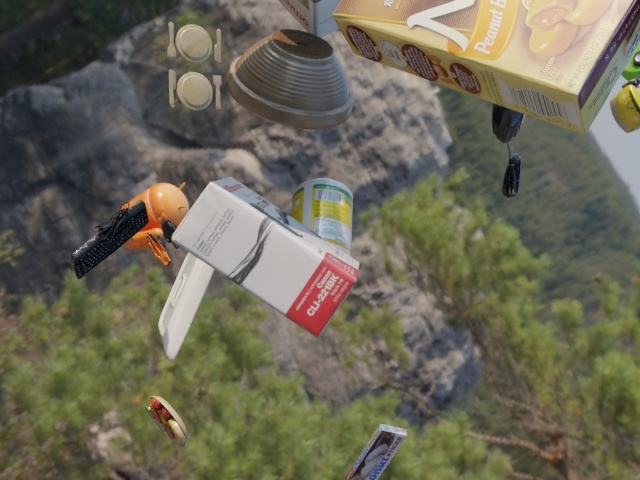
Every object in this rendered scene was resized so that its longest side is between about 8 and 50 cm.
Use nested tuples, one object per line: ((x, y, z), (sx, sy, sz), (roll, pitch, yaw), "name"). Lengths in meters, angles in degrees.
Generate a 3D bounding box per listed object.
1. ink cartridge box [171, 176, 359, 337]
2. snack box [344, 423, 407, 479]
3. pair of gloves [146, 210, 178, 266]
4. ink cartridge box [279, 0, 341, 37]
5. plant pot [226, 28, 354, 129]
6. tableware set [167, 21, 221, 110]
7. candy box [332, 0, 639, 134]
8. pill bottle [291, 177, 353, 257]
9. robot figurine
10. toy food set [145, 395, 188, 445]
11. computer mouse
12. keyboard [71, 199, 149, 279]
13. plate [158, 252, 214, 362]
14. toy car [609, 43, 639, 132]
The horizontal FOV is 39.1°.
((-0.081, 0.018, 1.446), (0.273, 0.114, 0.197), (33, 8, -1), "ink cartridge box")
((0.119, 0.470, 1.954), (0.064, 0.178, 0.022), (16, 30, -22), "snack box")
((-0.276, -0.002, 1.597), (0.074, 0.083, 0.010), (51, 36, 14), "pair of gloves")
((-0.021, -0.533, 1.634), (0.198, 0.115, 0.273), (51, -18, 24), "ink cartridge box")
((-0.044, -0.308, 1.636), (0.237, 0.109, 0.237), (13, 34, -9), "plant pot")
((-0.289, -0.385, 2.025), (0.128, 0.039, 0.194), (1, 86, -31), "tableware set")
((0.194, -0.261, 1.018), (0.316, 0.183, 0.087), (27, -12, 30), "candy box")
((0.000, 0.000, 1.664), (0.117, 0.118, 0.208), (47, 38, -48), "pill bottle")
((-0.418, -0.060, 2.254), (0.128, 0.219, 0.158), (60, 23, 1), "robot figurine")
((-0.216, 0.255, 1.273), (0.083, 0.020, 0.082), (50, -25, 4), "toy food set")
((0.339, -0.170, 1.581), (0.071, 0.041, 0.242), (-48, 141, -30), "computer mouse")
((-0.409, -0.003, 1.779), (0.038, 0.192, 0.100), (31, -31, 25), "keyboard")
((-0.308, 0.121, 2.058), (0.045, 0.277, 0.278), (24, -1, -14), "plate")
((0.445, -0.198, 1.227), (0.239, 0.053, 0.225), (27, 46, -38), "toy car")
